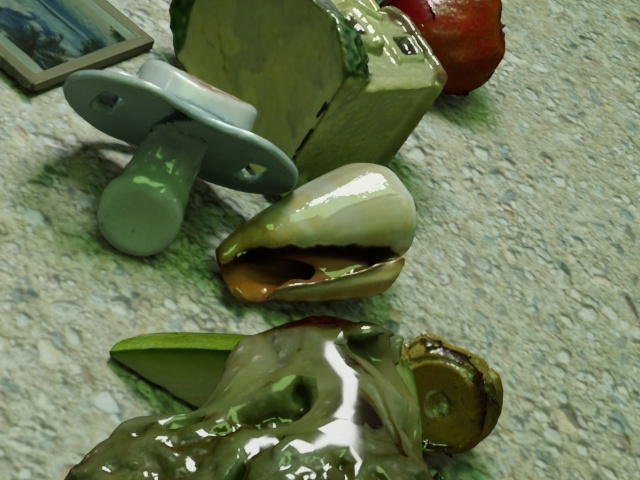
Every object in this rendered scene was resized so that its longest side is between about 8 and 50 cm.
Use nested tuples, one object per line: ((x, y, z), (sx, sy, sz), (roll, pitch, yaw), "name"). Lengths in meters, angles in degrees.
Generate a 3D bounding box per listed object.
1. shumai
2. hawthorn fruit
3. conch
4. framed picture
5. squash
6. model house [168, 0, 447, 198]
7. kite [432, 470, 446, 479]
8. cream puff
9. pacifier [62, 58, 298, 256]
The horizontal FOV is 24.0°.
((-0.029, 0.180, 1.283), (0.346, 0.217, 0.283), (14, 72, 11), "shumai")
((0.156, -0.294, 2.103), (0.202, 0.185, 0.185), (-3, 46, -15), "hawthorn fruit")
((-0.001, 0.003, 1.718), (0.255, 0.127, 0.158), (-14, 80, -16), "conch")
((-0.390, -0.309, 1.876), (0.315, 0.024, 0.232), (41, 37, 13), "framed picture")
((-0.045, 0.169, 1.536), (0.289, 0.203, 0.111), (-1, 29, 21), "squash")
((0.010, -0.240, 1.871), (0.266, 0.261, 0.321), (-7, 54, -42), "model house")
((0.137, 0.307, 1.515), (0.241, 0.014, 0.183), (21, 38, -13), "kite")
((0.129, 0.162, 1.597), (0.133, 0.119, 0.104), (54, 20, 12), "cream puff")
((-0.172, -0.076, 1.659), (0.279, 0.227, 0.207), (25, 69, -17), "pacifier")
